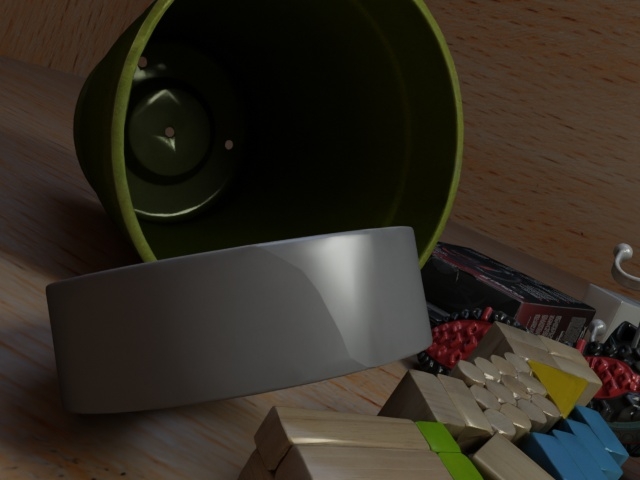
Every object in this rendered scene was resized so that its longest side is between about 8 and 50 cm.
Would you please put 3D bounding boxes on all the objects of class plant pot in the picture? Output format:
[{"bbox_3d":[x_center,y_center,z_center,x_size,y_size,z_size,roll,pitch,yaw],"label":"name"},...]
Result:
[{"bbox_3d":[-0.101,-0.109,0.845,0.366,0.366,0.353,16,-1,-34],"label":"plant pot"}]

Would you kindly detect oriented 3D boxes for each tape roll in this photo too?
[{"bbox_3d":[-0.047,0.044,0.470,0.219,0.072,0.219,-10,-2,0],"label":"tape roll"}]

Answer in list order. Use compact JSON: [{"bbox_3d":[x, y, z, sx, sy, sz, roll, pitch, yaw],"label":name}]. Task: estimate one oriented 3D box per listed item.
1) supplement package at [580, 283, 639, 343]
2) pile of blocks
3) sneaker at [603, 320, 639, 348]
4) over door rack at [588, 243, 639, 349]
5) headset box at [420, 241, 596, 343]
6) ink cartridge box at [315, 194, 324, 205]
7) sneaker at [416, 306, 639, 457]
[{"bbox_3d":[0.579,0.166,1.465,0.179,0.105,0.105,18,11,-21],"label":"supplement package"},{"bbox_3d":[0.083,0.150,0.442,0.149,0.112,0.362,41,24,25],"label":"pile of blocks"},{"bbox_3d":[0.417,0.185,0.995,0.101,0.106,0.267,22,11,-11],"label":"sneaker"},{"bbox_3d":[0.444,0.102,0.831,0.324,0.239,0.108,1,40,2],"label":"over door rack"},{"bbox_3d":[0.196,0.084,1.018,0.218,0.110,0.293,29,11,35],"label":"headset box"},{"bbox_3d":[0.000,0.000,0.997,0.052,0.122,0.088,22,10,-1],"label":"ink cartridge box"},{"bbox_3d":[0.216,0.157,0.793,0.262,0.104,0.125,14,-35,38],"label":"sneaker"}]
